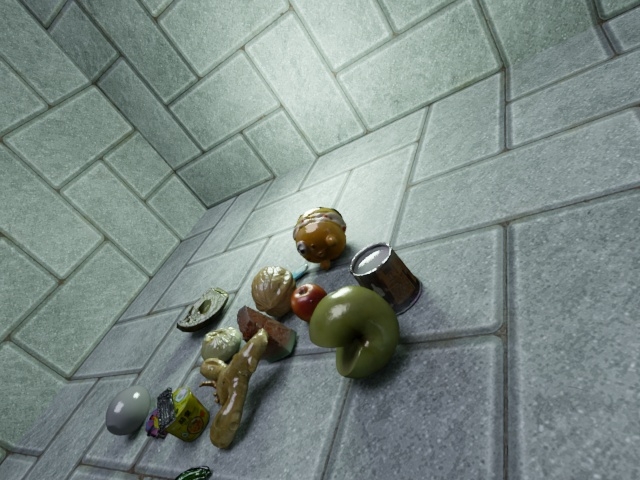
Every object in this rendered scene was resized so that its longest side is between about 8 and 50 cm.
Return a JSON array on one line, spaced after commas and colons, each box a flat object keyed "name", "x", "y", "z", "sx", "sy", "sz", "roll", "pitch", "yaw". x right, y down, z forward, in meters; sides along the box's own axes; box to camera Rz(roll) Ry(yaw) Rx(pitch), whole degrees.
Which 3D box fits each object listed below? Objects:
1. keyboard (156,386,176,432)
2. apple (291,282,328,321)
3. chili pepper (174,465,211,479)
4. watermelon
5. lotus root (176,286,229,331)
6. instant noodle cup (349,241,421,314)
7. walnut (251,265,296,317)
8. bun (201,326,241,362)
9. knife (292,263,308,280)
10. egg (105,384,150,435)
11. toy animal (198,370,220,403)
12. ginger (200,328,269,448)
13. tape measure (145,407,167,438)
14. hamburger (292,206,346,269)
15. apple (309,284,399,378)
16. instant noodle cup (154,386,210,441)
[{"name": "keyboard", "x": -0.608, "y": 0.656, "z": 1.607, "sx": 0.072, "sy": 0.023, "sz": 0.231, "roll": -40, "pitch": 24, "yaw": -10}, {"name": "apple", "x": -0.046, "y": 0.259, "z": 1.734, "sx": 0.163, "sy": 0.139, "sz": 0.163, "roll": -31, "pitch": 24, "yaw": 16}, {"name": "chili pepper", "x": -0.483, "y": 0.880, "z": 1.363, "sx": 0.122, "sy": 0.065, "sz": 0.279, "roll": -16, "pitch": 29, "yaw": 44}, {"name": "watermelon", "x": -0.251, "y": 0.372, "z": 1.681, "sx": 0.192, "sy": 0.257, "sz": 0.140, "roll": -29, "pitch": 26, "yaw": 32}, {"name": "lotus root", "x": -0.636, "y": 0.401, "z": 2.278, "sx": 0.314, "sy": 0.142, "sz": 0.210, "roll": -50, "pitch": -9, "yaw": -15}, {"name": "instant noodle cup", "x": 0.231, "y": 0.136, "z": 1.506, "sx": 0.217, "sy": 0.207, "sz": 0.217, "roll": -28, "pitch": 27, "yaw": 16}, {"name": "walnut", "x": -0.216, "y": 0.235, "z": 1.897, "sx": 0.224, "sy": 0.225, "sz": 0.261, "roll": -29, "pitch": 23, "yaw": 17}, {"name": "bun", "x": -0.481, "y": 0.483, "z": 1.935, "sx": 0.222, "sy": 0.127, "sz": 0.222, "roll": -32, "pitch": 25, "yaw": 17}, {"name": "knife", "x": -0.148, "y": 0.195, "z": 2.093, "sx": 0.222, "sy": 0.031, "sz": 0.064, "roll": -38, "pitch": 30, "yaw": 9}, {"name": "egg", "x": -0.891, "y": 0.783, "z": 1.911, "sx": 0.176, "sy": 0.176, "sz": 0.232, "roll": -26, "pitch": 29, "yaw": 23}, {"name": "toy animal", "x": -0.449, "y": 0.588, "z": 1.785, "sx": 0.114, "sy": 0.116, "sz": 0.255, "roll": -48, "pitch": 14, "yaw": -7}, {"name": "ginger", "x": -0.317, "y": 0.533, "z": 1.525, "sx": 0.348, "sy": 0.122, "sz": 0.363, "roll": -43, "pitch": 36, "yaw": 19}, {"name": "tape measure", "x": -0.698, "y": 0.791, "z": 1.773, "sx": 0.118, "sy": 0.074, "sz": 0.125, "roll": -6, "pitch": 45, "yaw": 39}, {"name": "hamburger", "x": 0.000, "y": 0.000, "z": 1.985, "sx": 0.276, "sy": 0.276, "sz": 0.237, "roll": -28, "pitch": 38, "yaw": 19}, {"name": "apple", "x": 0.106, "y": 0.290, "z": 1.325, "sx": 0.292, "sy": 0.292, "sz": 0.254, "roll": -38, "pitch": 8, "yaw": 0}, {"name": "instant noodle cup", "x": -0.543, "y": 0.703, "z": 1.638, "sx": 0.182, "sy": 0.144, "sz": 0.182, "roll": -31, "pitch": 26, "yaw": 17}]
